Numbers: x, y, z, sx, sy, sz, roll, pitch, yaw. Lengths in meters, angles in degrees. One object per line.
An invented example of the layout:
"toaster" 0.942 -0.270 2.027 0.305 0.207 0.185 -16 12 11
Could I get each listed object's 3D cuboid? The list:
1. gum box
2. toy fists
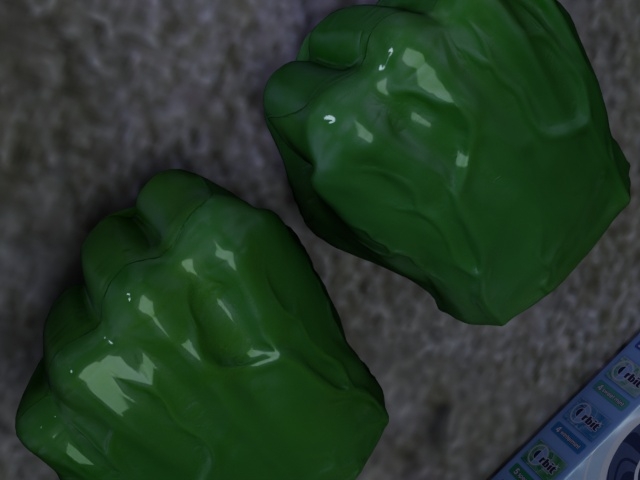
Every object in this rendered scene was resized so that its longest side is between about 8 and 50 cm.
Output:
"gum box" 0.195 0.134 0.602 0.184 0.041 0.157 -44 119 -2
"toy fists" 0.000 0.000 0.443 0.279 0.096 0.142 -42 129 -4
